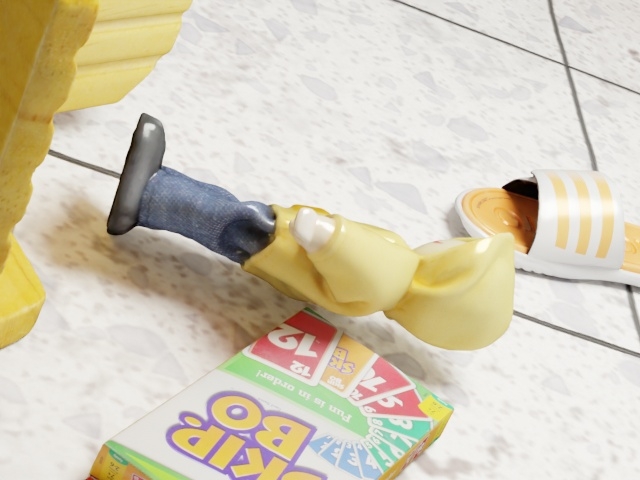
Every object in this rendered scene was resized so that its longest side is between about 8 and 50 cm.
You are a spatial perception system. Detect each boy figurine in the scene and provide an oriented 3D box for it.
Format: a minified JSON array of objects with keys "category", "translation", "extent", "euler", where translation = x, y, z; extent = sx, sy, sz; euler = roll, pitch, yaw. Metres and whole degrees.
[{"category":"boy figurine","translation":[0.000,0.000,1.138],"extent":[0.285,0.092,0.177],"euler":[16,-5,-4]}]

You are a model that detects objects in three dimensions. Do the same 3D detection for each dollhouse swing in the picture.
[{"category":"dollhouse swing","translation":[-0.124,-0.133,1.038],"extent":[0.305,0.347,0.315],"euler":[-1,40,-39]}]

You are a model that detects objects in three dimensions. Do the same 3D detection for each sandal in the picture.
[{"category":"sandal","translation":[0.234,-0.018,1.401],"extent":[0.265,0.076,0.102],"euler":[11,33,-24]}]

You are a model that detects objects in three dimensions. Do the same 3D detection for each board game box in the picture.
[{"category":"board game box","translation":[-0.028,0.125,1.024],"extent":[0.124,0.039,0.259],"euler":[34,33,16]}]
